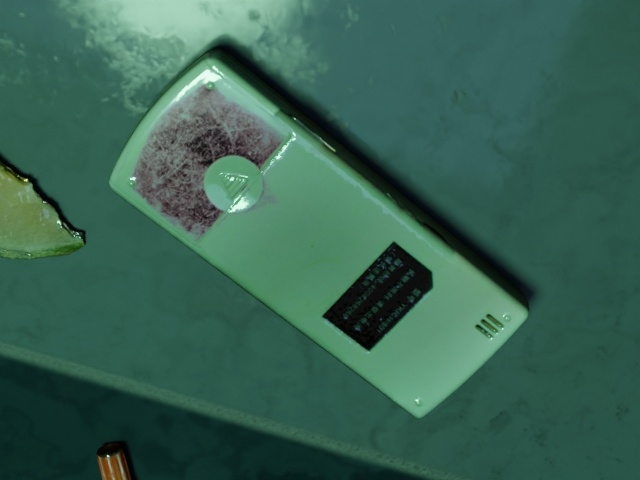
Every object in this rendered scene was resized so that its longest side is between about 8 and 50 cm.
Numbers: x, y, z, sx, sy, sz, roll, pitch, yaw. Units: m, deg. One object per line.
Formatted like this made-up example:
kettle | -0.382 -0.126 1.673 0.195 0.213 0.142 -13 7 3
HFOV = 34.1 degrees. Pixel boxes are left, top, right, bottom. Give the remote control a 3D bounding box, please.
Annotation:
remote control | 0.000 0.000 0.844 0.344 0.050 0.145 39 110 -13

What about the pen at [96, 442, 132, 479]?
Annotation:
pen | -0.176 0.297 0.997 0.028 0.028 0.239 -6 114 5

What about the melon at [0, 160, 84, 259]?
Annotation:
melon | -0.286 -0.036 0.851 0.098 0.054 0.182 -40 108 2
